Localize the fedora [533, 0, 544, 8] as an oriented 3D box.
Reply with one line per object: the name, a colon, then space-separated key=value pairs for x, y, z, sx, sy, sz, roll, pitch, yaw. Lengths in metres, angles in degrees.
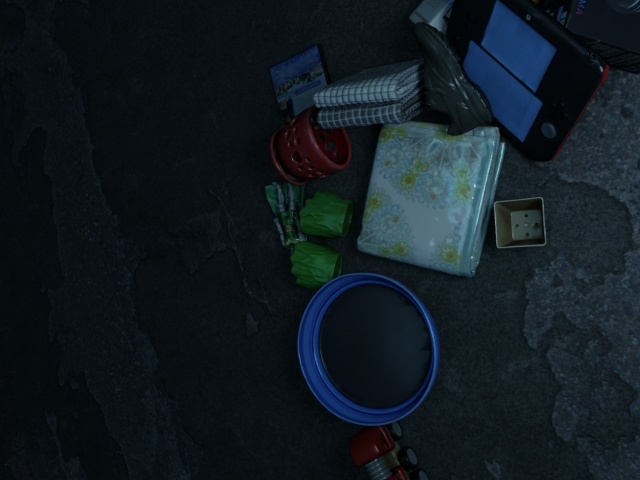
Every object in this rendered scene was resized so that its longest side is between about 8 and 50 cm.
fedora: x=0.532 y=-0.525 z=1.323 sx=0.194 sy=0.194 sz=0.079 roll=-29 pitch=35 yaw=26

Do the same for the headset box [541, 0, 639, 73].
headset box: x=0.625 y=-0.501 z=1.192 sx=0.283 sy=0.131 sz=0.246 roll=13 pitch=96 yaw=-11

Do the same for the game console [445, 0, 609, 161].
game console: x=0.421 y=-0.380 z=1.273 sx=0.060 sy=0.342 sz=0.386 roll=-35 pitch=69 yaw=-11

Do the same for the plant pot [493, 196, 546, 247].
plant pot: x=0.475 y=-0.038 z=1.350 sx=0.109 sy=0.096 sz=0.109 roll=-5 pitch=86 yaw=30

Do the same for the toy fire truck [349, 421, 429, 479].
toy fire truck: x=0.130 y=0.592 z=1.443 sx=0.158 sy=0.246 sz=0.217 roll=-36 pitch=72 yaw=24

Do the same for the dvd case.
dvd case: x=-0.047 y=-0.429 z=1.699 sx=0.180 sy=0.022 sz=0.252 roll=-18 pitch=80 yaw=27

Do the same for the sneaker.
sneaker: x=0.282 y=-0.373 z=1.344 sx=0.130 sy=0.109 sz=0.286 roll=-31 pitch=91 yaw=27

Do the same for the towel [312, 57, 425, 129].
towel: x=0.149 y=-0.364 z=1.452 sx=0.235 sy=0.284 sz=0.121 roll=1 pitch=116 yaw=34

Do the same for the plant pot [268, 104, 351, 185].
plant pot: x=-0.034 y=-0.258 z=1.598 sx=0.174 sy=0.191 sz=0.191 roll=-20 pitch=79 yaw=36

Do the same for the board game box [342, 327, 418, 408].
board game box: x=0.165 y=0.348 z=1.545 sx=0.147 sy=0.045 sz=0.193 roll=32 pitch=103 yaw=26

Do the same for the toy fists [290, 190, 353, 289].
toy fists: x=0.000 y=0.000 z=1.622 sx=0.142 sy=0.096 sz=0.279 roll=12 pitch=93 yaw=19

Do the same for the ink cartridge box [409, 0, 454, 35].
ink cartridge box: x=0.320 y=-0.587 z=1.435 sx=0.175 sy=0.072 sz=0.127 roll=-46 pitch=32 yaw=21

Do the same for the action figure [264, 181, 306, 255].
action figure: x=-0.091 y=-0.062 z=1.695 sx=0.137 sy=0.063 sz=0.232 roll=-12 pitch=86 yaw=26

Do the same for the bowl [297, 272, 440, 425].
bowl: x=0.124 y=0.277 z=1.500 sx=0.391 sy=0.077 sz=0.390 roll=-2 pitch=86 yaw=29

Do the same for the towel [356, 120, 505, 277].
towel: x=0.276 y=-0.118 z=1.474 sx=0.321 sy=0.090 sz=0.374 roll=14 pitch=95 yaw=32
